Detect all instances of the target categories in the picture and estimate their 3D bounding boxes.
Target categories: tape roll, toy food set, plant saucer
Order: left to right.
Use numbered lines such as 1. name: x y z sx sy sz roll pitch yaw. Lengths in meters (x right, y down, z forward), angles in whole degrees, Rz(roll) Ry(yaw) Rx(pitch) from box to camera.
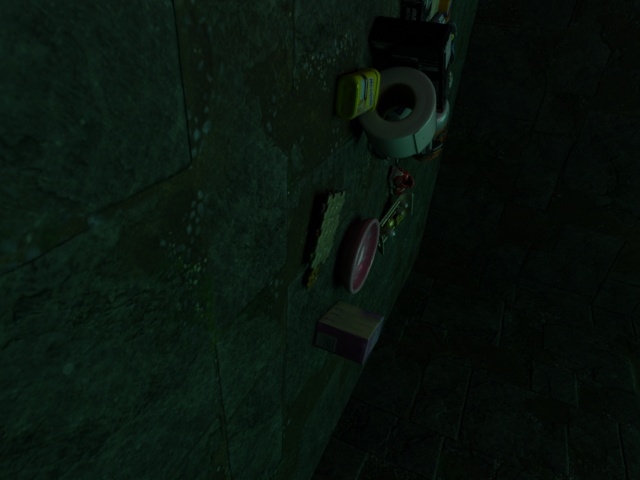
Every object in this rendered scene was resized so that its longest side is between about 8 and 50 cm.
1. plant saucer: 0.156 0.058 1.747 0.332 0.084 0.331 -53 154 -42
2. toy food set: 0.404 -0.086 2.229 0.306 0.093 0.219 -51 155 -16
3. tape roll: 0.253 -0.412 1.357 0.169 0.247 0.245 30 78 -70

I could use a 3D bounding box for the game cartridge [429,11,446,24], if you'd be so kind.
1. game cartridge: 0.444 -0.790 1.740 0.198 0.062 0.297 -44 165 11

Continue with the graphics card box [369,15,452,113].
1. graphics card box: 0.308 -0.572 1.388 0.094 0.233 0.371 -70 160 -5

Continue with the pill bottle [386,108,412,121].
1. pill bottle: 0.342 -0.522 1.653 0.186 0.112 0.112 -54 171 28

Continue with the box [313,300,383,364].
1. box: 0.120 0.372 1.717 0.243 0.214 0.117 -30 133 -64

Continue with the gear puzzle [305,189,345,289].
1. gear puzzle: 0.000 0.000 1.333 0.175 0.044 0.338 -30 137 -66

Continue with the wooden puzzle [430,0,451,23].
1. wooden puzzle: 0.535 -0.976 1.907 0.348 0.081 0.321 29 79 -71

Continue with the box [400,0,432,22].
1. box: 0.348 -0.845 1.499 0.180 0.078 0.147 82 31 -51

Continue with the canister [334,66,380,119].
1. canister: 0.107 -0.424 1.202 0.170 0.074 0.126 -44 146 -52

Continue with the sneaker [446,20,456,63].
1. sneaker: 0.569 -0.903 1.885 0.209 0.069 0.082 66 10 -57

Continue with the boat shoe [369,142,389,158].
1. boat shoe: 0.282 -0.381 1.692 0.335 0.096 0.112 -15 120 -68

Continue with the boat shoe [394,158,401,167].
1. boat shoe: 0.395 -0.424 2.062 0.049 0.042 0.132 -35 140 -64

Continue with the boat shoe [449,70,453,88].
1. boat shoe: 0.423 -0.595 1.812 0.132 0.130 0.355 30 103 -42

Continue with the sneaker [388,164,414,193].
1. sneaker: 0.418 -0.290 2.122 0.279 0.119 0.107 29 80 -71

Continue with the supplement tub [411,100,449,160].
1. supplement tub: 0.509 -0.543 2.019 0.338 0.207 0.206 60 50 -66
